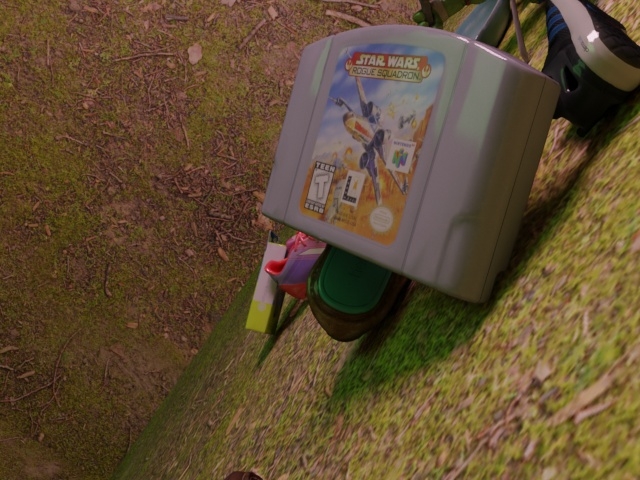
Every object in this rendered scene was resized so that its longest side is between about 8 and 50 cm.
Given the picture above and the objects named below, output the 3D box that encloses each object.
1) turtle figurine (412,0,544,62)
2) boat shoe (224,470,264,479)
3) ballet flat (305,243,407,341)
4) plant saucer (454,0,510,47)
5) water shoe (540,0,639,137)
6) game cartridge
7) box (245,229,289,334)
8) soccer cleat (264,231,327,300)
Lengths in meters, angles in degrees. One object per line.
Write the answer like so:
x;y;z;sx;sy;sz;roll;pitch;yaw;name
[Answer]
0.169;-0.341;0.978;0.275;0.266;0.198;-58;8;7;turtle figurine
-0.015;0.199;0.477;0.095;0.095;0.257;-42;12;-5;boat shoe
0.082;-0.028;0.848;0.124;0.116;0.342;97;-163;-60;ballet flat
0.220;-0.283;1.275;0.318;0.043;0.317;-54;6;9;plant saucer
0.203;-0.151;0.620;0.080;0.073;0.203;-55;6;28;water shoe
0.057;-0.083;0.653;0.297;0.062;0.198;22;103;53;game cartridge
-0.087;0.079;1.368;0.109;0.042;0.178;51;-127;-79;box
0.000;0.000;1.237;0.248;0.095;0.083;-51;8;35;soccer cleat
